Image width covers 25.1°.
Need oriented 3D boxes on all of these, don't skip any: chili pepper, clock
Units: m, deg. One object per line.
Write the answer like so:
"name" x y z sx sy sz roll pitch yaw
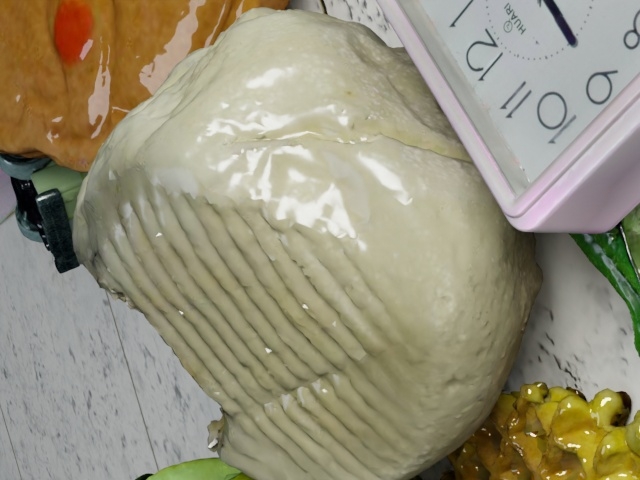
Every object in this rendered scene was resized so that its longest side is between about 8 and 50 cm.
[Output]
"chili pepper" 0.164 0.029 0.732 0.073 0.050 0.182 -28 82 56
"clock" 0.112 -0.120 0.684 0.150 0.063 0.197 -49 57 37

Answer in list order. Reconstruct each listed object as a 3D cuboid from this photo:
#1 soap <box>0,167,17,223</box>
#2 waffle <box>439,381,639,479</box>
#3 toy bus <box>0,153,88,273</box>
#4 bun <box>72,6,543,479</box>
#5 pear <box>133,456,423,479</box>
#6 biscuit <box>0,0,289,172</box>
"soap" -0.356 -0.190 1.439 0.115 0.208 0.346 31 131 54
"waffle" 0.146 0.192 0.854 0.232 0.051 0.228 -7 99 64
"toy bus" -0.229 -0.130 1.280 0.133 0.165 0.276 93 152 -61
"bun" 0.009 -0.006 0.838 0.282 0.205 0.281 18 136 18
"pear" -0.041 0.217 0.936 0.292 0.292 0.159 -20 87 64
"biscuit" -0.179 -0.220 1.064 0.455 0.078 0.349 -7 86 41
